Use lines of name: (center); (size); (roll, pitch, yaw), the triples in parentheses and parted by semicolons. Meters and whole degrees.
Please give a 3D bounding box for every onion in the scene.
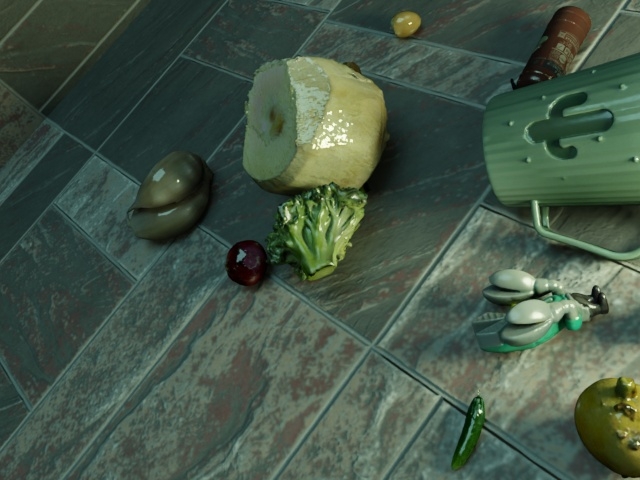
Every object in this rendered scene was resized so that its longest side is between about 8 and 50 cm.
onion: (-0.204, 0.064, 1.732); (0.131, 0.131, 0.131); (-16, 53, 22)

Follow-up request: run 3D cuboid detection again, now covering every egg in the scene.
egg: (0.268, -0.683, 1.964); (0.096, 0.080, 0.080); (-24, 50, 8)

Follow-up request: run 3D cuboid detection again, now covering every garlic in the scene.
garlic: (-0.514, -0.144, 1.992); (0.340, 0.231, 0.246); (-29, 51, 4)

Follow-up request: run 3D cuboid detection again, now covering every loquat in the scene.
loquat: (0.521, 0.310, 1.063); (0.149, 0.204, 0.172); (-28, 35, -11)

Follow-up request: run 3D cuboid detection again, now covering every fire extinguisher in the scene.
fire extinguisher: (0.563, -0.446, 1.580); (0.102, 0.138, 0.344); (12, 65, 53)

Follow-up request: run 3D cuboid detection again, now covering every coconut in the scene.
coconut: (0.008, -0.292, 1.691); (0.404, 0.404, 0.405); (-16, 53, 22)

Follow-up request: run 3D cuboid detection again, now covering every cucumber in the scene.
cucumber: (0.303, 0.382, 1.253); (0.039, 0.039, 0.168); (12, 69, 37)

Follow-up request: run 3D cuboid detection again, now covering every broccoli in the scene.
broccoli: (0.000, 0.000, 1.580); (0.288, 0.247, 0.246); (120, 145, -49)

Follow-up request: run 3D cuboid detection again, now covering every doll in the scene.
doll: (0.431, 0.134, 1.278); (0.258, 0.153, 0.195); (-25, 16, -16)

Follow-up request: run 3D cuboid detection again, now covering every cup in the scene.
cup: (0.564, -0.179, 1.295); (0.392, 0.310, 0.401); (-6, 55, 35)

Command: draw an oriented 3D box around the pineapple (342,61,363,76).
pineapple: (0.020, -0.456, 1.946); (0.248, 0.128, 0.128); (-21, 51, 26)

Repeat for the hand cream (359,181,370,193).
hand cream: (0.082, -0.123, 1.742); (0.122, 0.023, 0.036); (-28, 46, 9)
